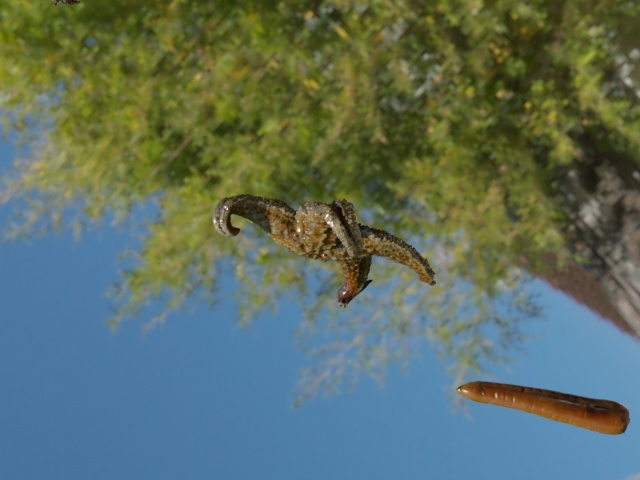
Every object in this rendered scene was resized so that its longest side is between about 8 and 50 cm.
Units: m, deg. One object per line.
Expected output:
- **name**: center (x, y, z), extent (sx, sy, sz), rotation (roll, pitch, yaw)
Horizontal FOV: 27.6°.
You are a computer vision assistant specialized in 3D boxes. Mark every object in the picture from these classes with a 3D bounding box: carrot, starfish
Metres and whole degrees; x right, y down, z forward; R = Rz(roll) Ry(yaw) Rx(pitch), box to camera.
- **carrot**: center (0.242, 0.176, 1.416), extent (0.190, 0.037, 0.037), rotation (12, -158, 8)
- **starfish**: center (-0.002, 0.003, 1.884), extent (0.312, 0.113, 0.303), rotation (14, 165, 33)

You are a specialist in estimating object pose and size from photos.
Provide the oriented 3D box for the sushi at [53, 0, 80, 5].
- **sushi**: center (-0.390, -0.383, 1.959), extent (0.061, 0.060, 0.118), rotation (43, -179, 21)
